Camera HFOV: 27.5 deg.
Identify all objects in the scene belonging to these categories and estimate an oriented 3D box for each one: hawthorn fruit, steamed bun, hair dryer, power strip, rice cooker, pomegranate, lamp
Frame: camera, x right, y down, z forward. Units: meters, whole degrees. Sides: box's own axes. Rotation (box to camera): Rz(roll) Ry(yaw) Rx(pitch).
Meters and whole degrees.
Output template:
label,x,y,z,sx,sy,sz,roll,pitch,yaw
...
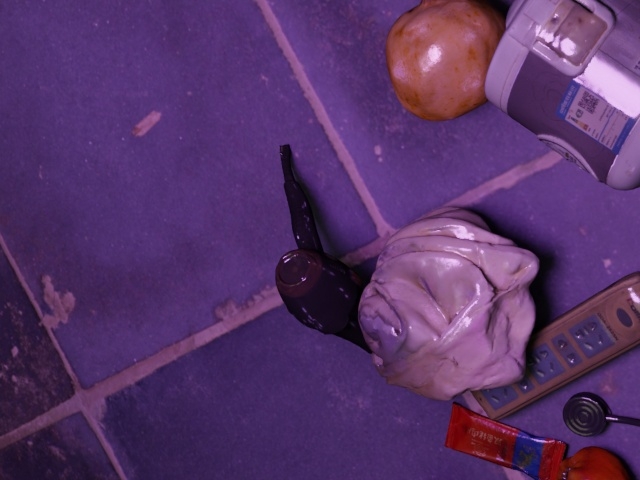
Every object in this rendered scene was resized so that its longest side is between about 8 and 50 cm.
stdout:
label,x,y,z,sx,sy,sz,roll,pitch,yaw
hawthorn fruit,0.407,0.375,1.936,0.140,0.125,0.125,46,125,26
steamed bun,0.160,0.094,1.911,0.268,0.207,0.280,28,121,48
hair dryer,0.000,0.000,2.065,0.120,0.303,0.359,-27,58,18
power strip,0.371,0.153,1.922,0.387,0.066,0.092,-37,87,35
rice cooker,0.366,-0.232,1.665,0.277,0.288,0.288,37,122,15
pomegranate,0.177,-0.270,1.829,0.196,0.196,0.196,11,111,29
lamp,0.510,0.289,1.849,0.371,0.108,0.130,18,118,26

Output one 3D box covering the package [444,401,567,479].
label,x,y,z,sx,sy,sz,roll,pitch,yaw
package,0.289,0.322,2.056,0.200,0.022,0.083,18,115,28
